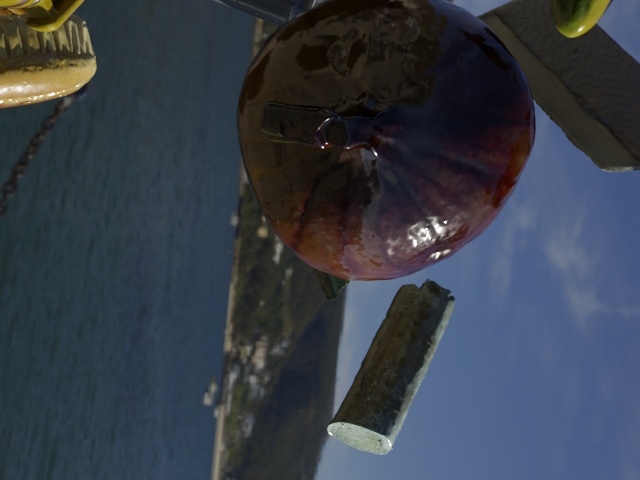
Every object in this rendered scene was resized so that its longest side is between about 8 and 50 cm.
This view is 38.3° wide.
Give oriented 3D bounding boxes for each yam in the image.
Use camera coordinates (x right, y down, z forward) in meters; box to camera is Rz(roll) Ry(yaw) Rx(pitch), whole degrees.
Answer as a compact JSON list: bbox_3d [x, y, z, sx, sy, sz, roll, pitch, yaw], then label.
[{"bbox_3d":[0.106,0.172,1.296,0.259,0.093,0.093,-61,174,-27],"label":"yam"}]

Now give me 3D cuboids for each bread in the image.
[{"bbox_3d":[-0.404,-0.225,1.176,0.140,0.236,0.106,-4,-80,47],"label":"bread"}]

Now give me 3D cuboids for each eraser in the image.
[{"bbox_3d":[0.340,-0.219,1.223,0.352,0.111,0.077,54,-20,26],"label":"eraser"}]

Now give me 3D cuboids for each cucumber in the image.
[{"bbox_3d":[0.000,0.000,1.576,0.046,0.070,0.220,-33,-109,44],"label":"cucumber"}]

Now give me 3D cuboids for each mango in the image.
[{"bbox_3d":[0.306,-0.322,1.004,0.122,0.085,0.191,-89,-156,-54],"label":"mango"}]

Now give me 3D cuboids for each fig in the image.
[{"bbox_3d":[0.049,-0.080,0.726,0.214,0.235,0.235,-150,-115,-71],"label":"fig"}]

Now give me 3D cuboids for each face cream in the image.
[{"bbox_3d":[-0.116,-0.349,1.233,0.073,0.283,0.073,-160,-90,-84],"label":"face cream"}]

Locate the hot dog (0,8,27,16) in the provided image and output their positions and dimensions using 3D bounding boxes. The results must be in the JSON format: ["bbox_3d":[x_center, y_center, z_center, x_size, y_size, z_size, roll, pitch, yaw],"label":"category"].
[{"bbox_3d":[-0.544,-0.374,1.249,0.158,0.349,0.117,26,-104,48],"label":"hot dog"}]

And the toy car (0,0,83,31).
[{"bbox_3d":[-0.344,-0.273,0.896,0.142,0.248,0.200,79,26,-42],"label":"toy car"}]
